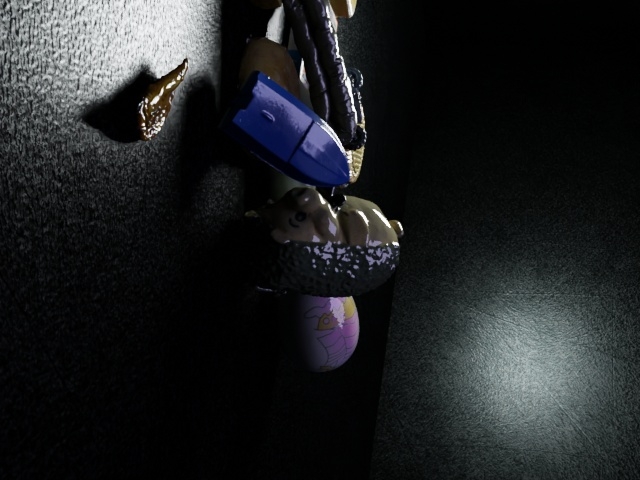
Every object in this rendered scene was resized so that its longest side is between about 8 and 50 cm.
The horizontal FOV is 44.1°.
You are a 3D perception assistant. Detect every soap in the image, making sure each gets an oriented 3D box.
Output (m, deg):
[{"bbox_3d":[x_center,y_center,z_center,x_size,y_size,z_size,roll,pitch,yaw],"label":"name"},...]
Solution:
[{"bbox_3d":[0.044,-0.710,2.048,0.232,0.073,0.140,73,20,-54],"label":"soap"}]

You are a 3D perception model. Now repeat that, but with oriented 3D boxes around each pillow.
[{"bbox_3d":[0.003,-0.372,1.651,0.228,0.101,0.326,-89,161,-71],"label":"pillow"}]

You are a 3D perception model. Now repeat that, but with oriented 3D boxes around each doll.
[{"bbox_3d":[0.000,0.000,1.589,0.349,0.247,0.247,-5,100,-37],"label":"doll"}]

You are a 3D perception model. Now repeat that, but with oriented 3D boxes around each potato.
[{"bbox_3d":[-0.100,-0.259,1.516,0.138,0.098,0.243,-62,152,-56],"label":"potato"}]

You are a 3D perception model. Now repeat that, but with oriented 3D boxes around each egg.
[{"bbox_3d":[-0.008,0.174,1.794,0.196,0.196,0.271,-68,165,-53],"label":"egg"}]

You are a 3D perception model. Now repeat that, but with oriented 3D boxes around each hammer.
[{"bbox_3d":[-0.049,-0.190,1.772,0.305,0.113,0.202,-66,160,-77],"label":"hammer"}]

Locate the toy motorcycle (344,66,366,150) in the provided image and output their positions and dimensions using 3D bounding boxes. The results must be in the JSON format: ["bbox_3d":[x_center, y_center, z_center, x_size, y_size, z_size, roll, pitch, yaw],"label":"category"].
[{"bbox_3d":[0.047,-0.323,1.935,0.082,0.122,0.213,134,-45,-73],"label":"toy motorcycle"}]

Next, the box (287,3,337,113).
[{"bbox_3d":[-0.019,-0.464,1.899,0.265,0.048,0.273,47,50,-73],"label":"box"}]

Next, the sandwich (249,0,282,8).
[{"bbox_3d":[-0.117,-0.542,1.432,0.214,0.065,0.186,40,55,-75],"label":"sandwich"}]

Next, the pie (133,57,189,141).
[{"bbox_3d":[-0.232,-0.188,1.111,0.191,0.033,0.088,-69,173,-56],"label":"pie"}]

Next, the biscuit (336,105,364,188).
[{"bbox_3d":[0.073,-0.277,2.271,0.259,0.079,0.259,3,90,-76],"label":"biscuit"}]

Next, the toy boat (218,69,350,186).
[{"bbox_3d":[-0.048,-0.182,1.460,0.295,0.088,0.129,33,88,-35],"label":"toy boat"}]
